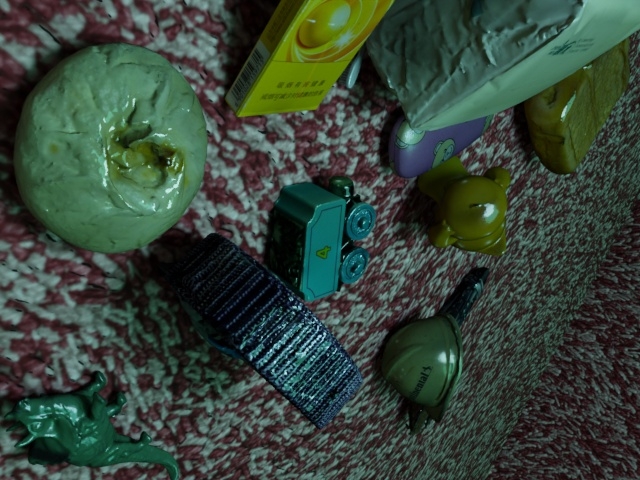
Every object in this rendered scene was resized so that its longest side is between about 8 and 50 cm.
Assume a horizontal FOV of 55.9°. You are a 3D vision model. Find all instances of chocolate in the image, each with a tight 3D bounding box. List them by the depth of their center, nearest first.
[{"bbox_3d":[0.272,0.353,1.470,0.065,0.102,0.329,3,130,-11],"label":"chocolate"}]

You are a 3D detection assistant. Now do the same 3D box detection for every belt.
[{"bbox_3d":[-0.069,0.123,0.798,0.122,0.260,0.324,-48,142,-13],"label":"belt"}]

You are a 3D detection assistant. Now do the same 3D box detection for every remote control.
[{"bbox_3d":[0.344,0.168,1.524,0.265,0.066,0.090,-52,157,-22],"label":"remote control"}]

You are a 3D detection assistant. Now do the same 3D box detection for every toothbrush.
[{"bbox_3d":[0.086,-0.365,0.894,0.021,0.024,0.288,13,99,-56],"label":"toothbrush"}]

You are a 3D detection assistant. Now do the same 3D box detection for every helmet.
[{"bbox_3d":[0.205,0.278,1.337,0.137,0.204,0.257,3,117,-13],"label":"helmet"}]

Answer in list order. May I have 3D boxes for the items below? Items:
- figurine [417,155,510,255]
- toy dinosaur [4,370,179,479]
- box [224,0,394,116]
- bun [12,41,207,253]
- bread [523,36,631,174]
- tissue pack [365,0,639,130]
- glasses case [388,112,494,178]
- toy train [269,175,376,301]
[{"bbox_3d":[0.292,-0.060,1.181,0.215,0.215,0.228,-58,140,-8],"label":"figurine"},{"bbox_3d":[-0.271,0.241,0.776,0.120,0.079,0.292,-57,142,0],"label":"toy dinosaur"},{"bbox_3d":[0.004,-0.257,0.724,0.152,0.043,0.269,-20,160,-45],"label":"box"},{"bbox_3d":[-0.197,-0.085,0.620,0.222,0.128,0.222,-30,135,-35],"label":"bun"},{"bbox_3d":[0.596,-0.348,1.442,0.327,0.148,0.337,-58,146,0],"label":"bread"},{"bbox_3d":[0.289,-0.332,0.908,0.380,0.297,0.207,-24,84,-45],"label":"tissue pack"},{"bbox_3d":[0.234,-0.216,1.121,0.316,0.076,0.123,-33,133,-36],"label":"glasses case"},{"bbox_3d":[0.000,0.000,0.945,0.154,0.107,0.197,-14,122,-38],"label":"toy train"}]
